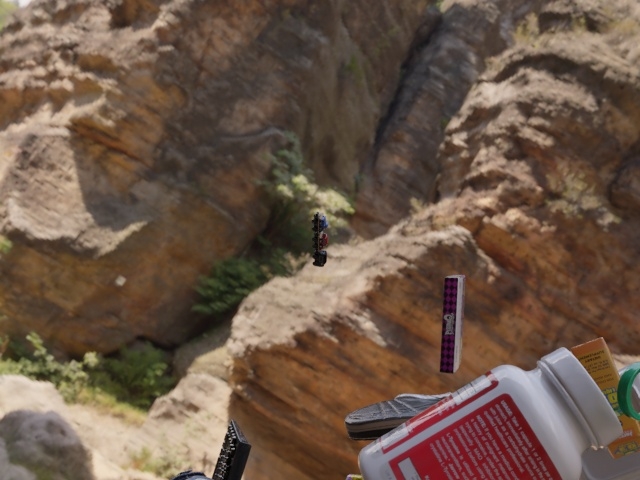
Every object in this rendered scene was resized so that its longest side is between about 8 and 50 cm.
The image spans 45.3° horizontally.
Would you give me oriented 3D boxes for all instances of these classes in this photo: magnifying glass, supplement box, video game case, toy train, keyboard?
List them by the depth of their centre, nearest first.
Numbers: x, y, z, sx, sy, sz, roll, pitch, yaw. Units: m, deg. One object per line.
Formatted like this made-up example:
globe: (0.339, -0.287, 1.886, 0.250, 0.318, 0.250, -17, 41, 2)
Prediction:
magnifying glass: (0.562, 0.240, 1.246, 0.230, 0.092, 0.026, 3, 2, -30)
keyboard: (-0.191, 0.514, 1.426, 0.033, 0.317, 0.201, 14, 7, -24)
supplement box: (0.596, 0.323, 1.588, 0.080, 0.078, 0.234, 49, 24, -47)
toy train: (0.000, 0.000, 1.750, 0.036, 0.027, 0.158, 10, -48, 12)
video game case: (0.333, 0.203, 1.925, 0.041, 0.232, 0.210, 3, 0, 15)

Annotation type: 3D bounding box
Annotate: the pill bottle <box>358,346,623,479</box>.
pill bottle: (0.288, 0.360, 1.310, 0.229, 0.407, 0.229, 58, 3, -5)

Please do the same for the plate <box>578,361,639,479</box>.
plate: (0.716, 0.474, 1.882, 0.045, 0.278, 0.277, 23, 42, -50)

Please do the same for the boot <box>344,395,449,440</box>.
boot: (0.247, 0.510, 1.760, 0.377, 0.284, 0.138, -4, 6, -11)

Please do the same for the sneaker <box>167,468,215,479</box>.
sneaker: (-0.201, 0.297, 0.814, 0.226, 0.086, 0.163, -4, -13, -19)

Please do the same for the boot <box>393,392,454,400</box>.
boot: (0.333, 0.469, 2.140, 0.258, 0.095, 0.123, 14, 17, 11)

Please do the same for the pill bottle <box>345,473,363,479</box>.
pill bottle: (0.099, 0.539, 1.685, 0.083, 0.043, 0.043, -5, -29, 29)
